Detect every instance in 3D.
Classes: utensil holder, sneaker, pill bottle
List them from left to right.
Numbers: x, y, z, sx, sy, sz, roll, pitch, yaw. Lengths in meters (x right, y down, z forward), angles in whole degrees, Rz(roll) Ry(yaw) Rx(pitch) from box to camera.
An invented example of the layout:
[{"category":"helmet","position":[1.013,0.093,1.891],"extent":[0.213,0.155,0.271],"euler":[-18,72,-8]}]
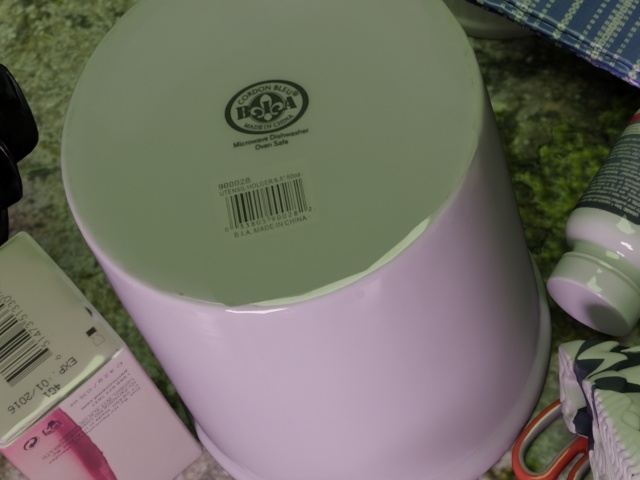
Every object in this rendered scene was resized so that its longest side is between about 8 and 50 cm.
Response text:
[{"category":"utensil holder","position":[0.000,0.000,1.431],"extent":[0.328,0.385,0.327],"euler":[-6,61,10]},{"category":"pill bottle","position":[0.267,-0.015,1.537],"extent":[0.108,0.108,0.180],"euler":[27,71,24]},{"category":"sneaker","position":[0.277,0.137,1.402],"extent":[0.153,0.235,0.094],"euler":[-7,104,-3]}]

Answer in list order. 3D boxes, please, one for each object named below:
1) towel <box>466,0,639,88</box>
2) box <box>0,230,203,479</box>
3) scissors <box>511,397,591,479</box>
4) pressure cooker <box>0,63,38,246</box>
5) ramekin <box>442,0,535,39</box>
[{"category":"towel","position":[0.301,-0.235,1.596],"extent":[0.336,0.040,0.243],"euler":[30,71,10]},{"category":"box","position":[-0.212,0.124,1.499],"extent":[0.127,0.232,0.148],"euler":[-40,61,-9]},{"category":"scissors","position":[0.287,0.112,1.514],"extent":[0.297,0.021,0.109],"euler":[-43,60,-9]},{"category":"pressure cooker","position":[-0.465,-0.042,1.520],"extent":[0.420,0.375,0.370],"euler":[46,114,46]},{"category":"ramekin","position":[0.169,-0.300,1.711],"extent":[0.207,0.109,0.207],"euler":[-6,62,10]}]
